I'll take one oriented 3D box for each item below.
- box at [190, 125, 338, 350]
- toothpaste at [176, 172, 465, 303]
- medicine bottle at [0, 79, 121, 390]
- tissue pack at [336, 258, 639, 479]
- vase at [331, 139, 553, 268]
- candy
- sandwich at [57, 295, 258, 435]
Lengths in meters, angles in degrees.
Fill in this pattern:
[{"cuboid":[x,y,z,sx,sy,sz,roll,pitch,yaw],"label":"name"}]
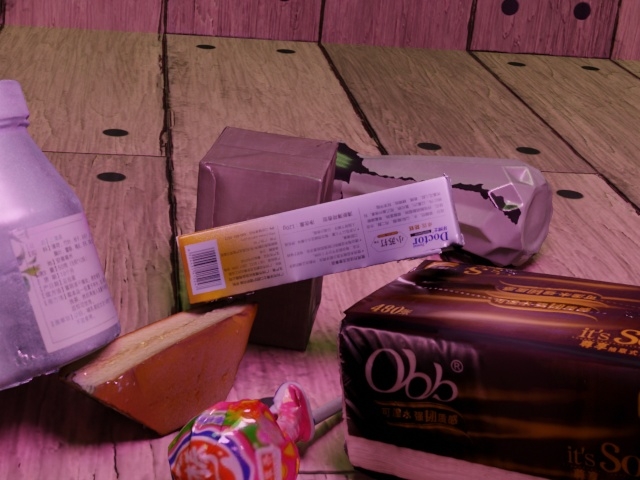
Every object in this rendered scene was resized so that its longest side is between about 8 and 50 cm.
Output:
[{"cuboid":[-0.071,-0.003,1.441,0.149,0.231,0.155,8,22,5],"label":"box"},{"cuboid":[0.000,0.000,1.305,0.313,0.089,0.071,-12,-5,10],"label":"toothpaste"},{"cuboid":[-0.363,0.000,1.199,0.245,0.289,0.245,-17,6,2],"label":"medicine bottle"},{"cuboid":[0.222,0.150,1.115,0.370,0.198,0.210,7,17,31],"label":"tissue pack"},{"cuboid":[0.165,-0.065,1.777,0.360,0.165,0.165,14,23,32],"label":"vase"},{"cuboid":[-0.021,0.190,1.184,0.124,0.124,0.365,17,16,26],"label":"candy"},{"cuboid":[-0.167,0.138,1.256,0.094,0.096,0.258,15,24,37],"label":"sandwich"}]
